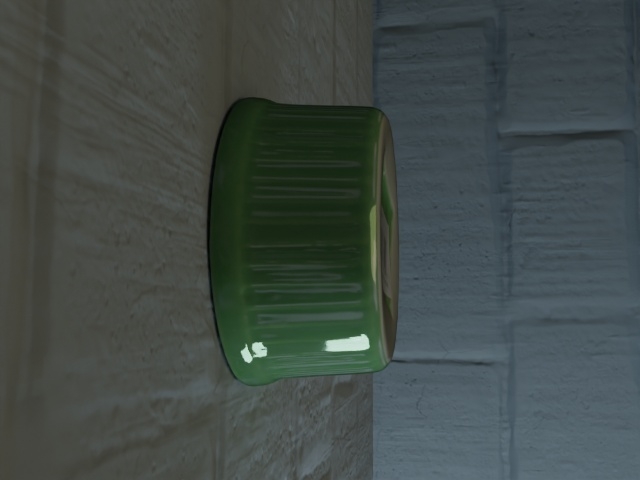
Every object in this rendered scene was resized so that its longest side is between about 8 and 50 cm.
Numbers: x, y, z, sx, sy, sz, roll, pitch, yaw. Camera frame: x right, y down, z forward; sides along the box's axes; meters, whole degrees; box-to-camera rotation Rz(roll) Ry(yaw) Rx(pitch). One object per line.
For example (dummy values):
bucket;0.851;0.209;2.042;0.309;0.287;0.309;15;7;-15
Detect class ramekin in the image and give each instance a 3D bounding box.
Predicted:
ramekin;0.000;0.000;0.825;0.303;0.148;0.303;-1;90;-80
